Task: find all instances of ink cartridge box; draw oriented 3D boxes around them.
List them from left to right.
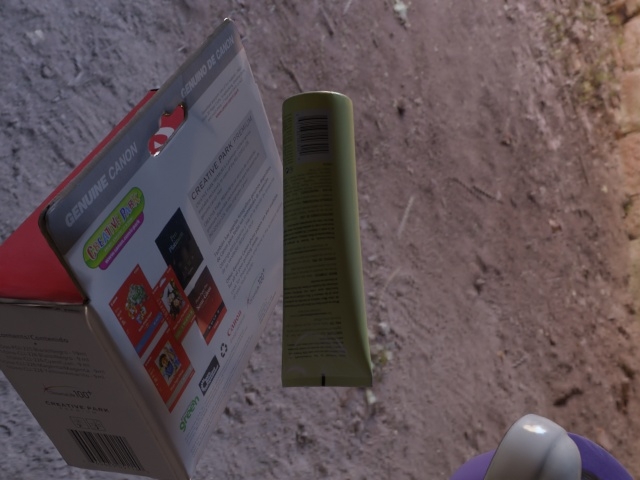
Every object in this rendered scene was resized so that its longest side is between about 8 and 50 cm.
[{"bbox_3d":[-0.146,-0.004,0.651,0.309,0.130,0.272,-64,147,-46],"label":"ink cartridge box"}]

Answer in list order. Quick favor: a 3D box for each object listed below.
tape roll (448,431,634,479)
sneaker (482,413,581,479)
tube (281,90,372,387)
[{"bbox_3d":[0.191,0.260,0.614,0.188,0.080,0.189,14,58,-23],"label":"tape roll"},{"bbox_3d":[0.124,0.241,0.379,0.106,0.123,0.290,11,87,-61],"label":"sneaker"},{"bbox_3d":[0.000,0.000,0.616,0.062,0.070,0.240,0,79,-10],"label":"tube"}]
